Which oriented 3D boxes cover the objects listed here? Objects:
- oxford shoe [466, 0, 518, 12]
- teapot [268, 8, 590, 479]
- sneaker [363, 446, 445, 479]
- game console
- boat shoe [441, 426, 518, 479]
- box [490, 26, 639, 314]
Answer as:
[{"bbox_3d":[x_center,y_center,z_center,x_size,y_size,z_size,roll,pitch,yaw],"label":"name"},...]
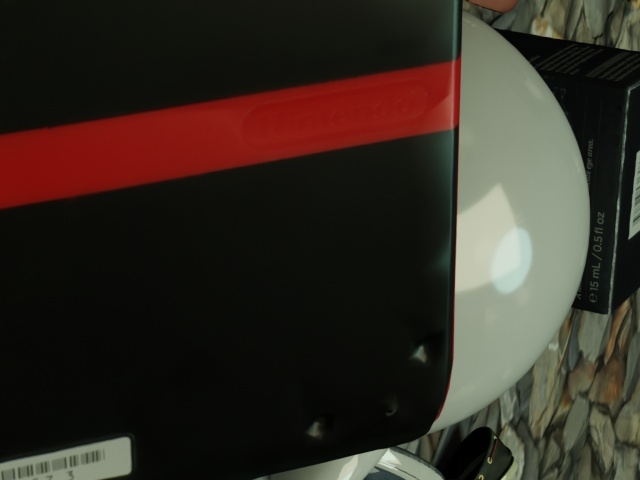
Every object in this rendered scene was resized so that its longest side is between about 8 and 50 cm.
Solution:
[{"bbox_3d":[0.051,-0.193,0.884,0.130,0.123,0.348,-52,170,12],"label":"oxford shoe"},{"bbox_3d":[0.000,0.000,0.975,0.256,0.252,0.187,50,38,-2],"label":"teapot"},{"bbox_3d":[0.025,0.228,1.295,0.163,0.086,0.226,-68,153,-23],"label":"sneaker"},{"bbox_3d":[-0.127,-0.042,0.688,0.387,0.060,0.342,-11,122,-19],"label":"game console"},{"bbox_3d":[0.096,0.193,1.469,0.133,0.049,0.042,-49,115,-32],"label":"boat shoe"},{"bbox_3d":[0.140,-0.049,1.312,0.093,0.158,0.156,-32,128,-56],"label":"box"}]
